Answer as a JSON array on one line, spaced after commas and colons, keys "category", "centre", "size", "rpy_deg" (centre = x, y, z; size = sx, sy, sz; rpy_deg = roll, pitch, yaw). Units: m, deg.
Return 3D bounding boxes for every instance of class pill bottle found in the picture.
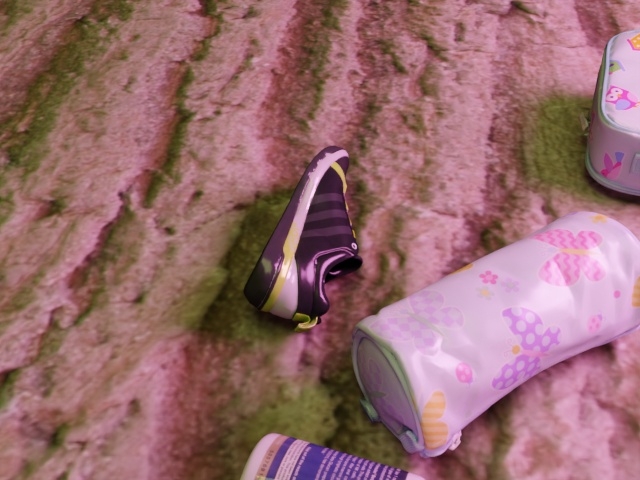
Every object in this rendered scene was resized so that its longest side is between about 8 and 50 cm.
[{"category": "pill bottle", "centre": [0.027, 0.207, 0.494], "size": [0.169, 0.094, 0.094], "rpy_deg": [12, 49, 15]}]

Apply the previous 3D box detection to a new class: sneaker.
[{"category": "sneaker", "centre": [0.000, 0.000, 0.721], "size": [0.097, 0.084, 0.235], "rpy_deg": [28, 51, -4]}]

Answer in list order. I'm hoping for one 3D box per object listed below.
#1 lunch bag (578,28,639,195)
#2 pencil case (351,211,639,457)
[{"category": "lunch bag", "centre": [0.441, -0.132, 0.776], "size": [0.279, 0.108, 0.224], "rpy_deg": [11, 54, 16]}, {"category": "pencil case", "centre": [0.160, 0.074, 0.599], "size": [0.273, 0.113, 0.124], "rpy_deg": [-26, 61, -19]}]
